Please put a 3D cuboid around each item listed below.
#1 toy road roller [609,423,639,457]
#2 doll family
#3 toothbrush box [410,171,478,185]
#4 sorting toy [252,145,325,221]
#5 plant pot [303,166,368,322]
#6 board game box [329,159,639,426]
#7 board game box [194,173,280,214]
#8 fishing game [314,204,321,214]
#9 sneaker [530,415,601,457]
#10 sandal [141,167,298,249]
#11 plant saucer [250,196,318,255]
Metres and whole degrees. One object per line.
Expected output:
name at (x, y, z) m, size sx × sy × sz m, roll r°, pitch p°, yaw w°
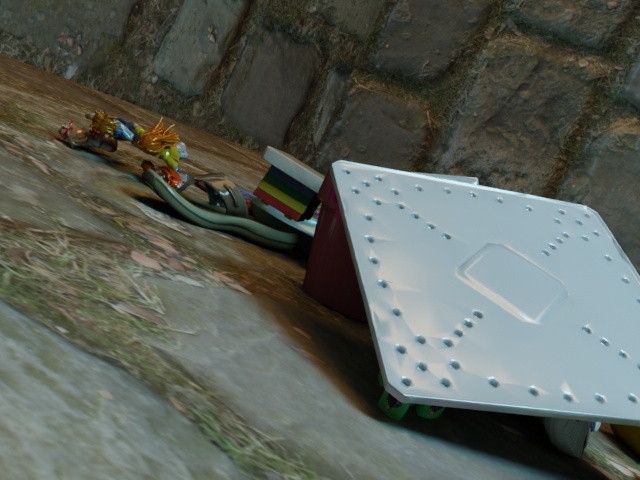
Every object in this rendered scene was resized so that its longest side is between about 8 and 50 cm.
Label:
toy road roller at (0.524, 0.178, 1.149) m, size 0.241 × 0.329 × 0.202 m, roll -12°, pitch 12°, yaw -7°
doll family at (-0.340, -0.186, 1.523) m, size 0.263 × 0.118 × 0.163 m, roll 26°, pitch 7°, yaw 7°
toothbrush box at (0.222, 0.003, 1.526) m, size 0.122 × 0.206 × 0.283 m, roll 7°, pitch -3°, yaw 12°
sorting toy at (0.011, -0.055, 1.485) m, size 0.255 × 0.089 × 0.257 m, roll 32°, pitch 5°, yaw 4°
plant pot at (0.069, 0.013, 1.222) m, size 0.201 × 0.180 × 0.201 m, roll 24°, pitch 7°, yaw -3°
board game box at (0.215, 0.064, 0.978) m, size 0.390 × 0.050 × 0.390 m, roll 9°, pitch 37°, yaw -17°
board game box at (-0.129, -0.076, 1.832) m, size 0.145 × 0.027 × 0.281 m, roll 29°, pitch 8°, yaw 37°
fishing game at (0.080, -0.004, 1.990) m, size 0.264 × 0.041 × 0.189 m, roll 32°, pitch 16°, yaw 10°
sneaker at (0.265, 0.185, 1.036) m, size 0.153 × 0.094 × 0.235 m, roll 18°, pitch 12°, yaw 26°
sandal at (-0.159, -0.064, 1.389) m, size 0.303 × 0.086 × 0.120 m, roll 20°, pitch 9°, yaw -37°
plant saucer at (0.000, 0.000, 1.655) m, size 0.318 × 0.043 × 0.317 m, roll 25°, pitch 7°, yaw -4°
